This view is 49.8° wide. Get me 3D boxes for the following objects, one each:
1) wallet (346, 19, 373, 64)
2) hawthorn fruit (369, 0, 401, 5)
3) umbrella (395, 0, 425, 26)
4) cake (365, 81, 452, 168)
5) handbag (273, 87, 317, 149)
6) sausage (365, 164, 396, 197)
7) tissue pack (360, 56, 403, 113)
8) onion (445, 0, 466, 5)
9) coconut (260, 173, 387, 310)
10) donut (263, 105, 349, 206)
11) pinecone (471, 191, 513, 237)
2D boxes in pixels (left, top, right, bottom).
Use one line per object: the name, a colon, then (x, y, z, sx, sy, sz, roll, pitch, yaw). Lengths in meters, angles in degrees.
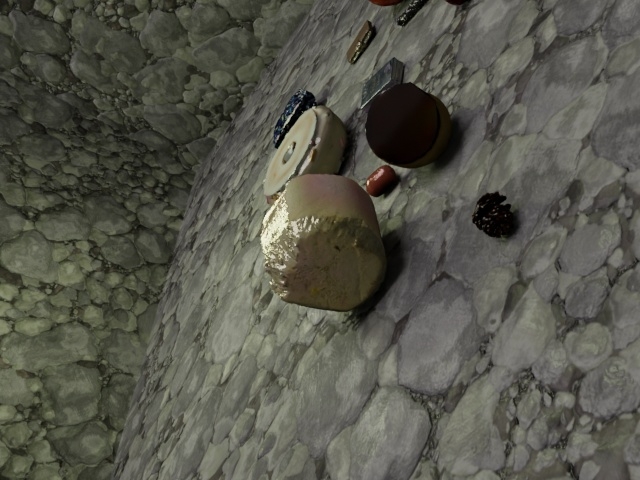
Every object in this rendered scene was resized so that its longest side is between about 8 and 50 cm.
wallet: (0.147, -0.730, 2.550, 0.152, 0.039, 0.118, -53, 20, 31)
hawthorn fruit: (0.213, -0.944, 2.364, 0.210, 0.266, 0.230, -51, 17, -30)
umbrella: (0.297, -0.747, 2.218, 0.144, 0.040, 0.037, -40, 21, 43)
cake: (0.223, -0.264, 1.627, 0.208, 0.178, 0.185, -25, 80, 34)
handbag: (-0.099, -0.462, 2.683, 0.260, 0.113, 0.162, -56, 17, 17)
sausage: (0.154, -0.153, 1.762, 0.094, 0.054, 0.059, -45, -14, 34)
tissue pack: (0.186, -0.471, 2.107, 0.156, 0.051, 0.112, -39, 31, 45)
onion: (0.369, -0.700, 1.891, 0.107, 0.107, 0.097, -63, 26, -5)
coconut: (0.000, 0.000, 1.610, 0.297, 0.298, 0.309, -54, 22, 21)
donut: (-0.047, -0.258, 2.252, 0.382, 0.142, 0.382, -49, 23, 29)
pinecone: (0.313, -0.044, 1.243, 0.077, 0.077, 0.083, -50, 50, 28)
